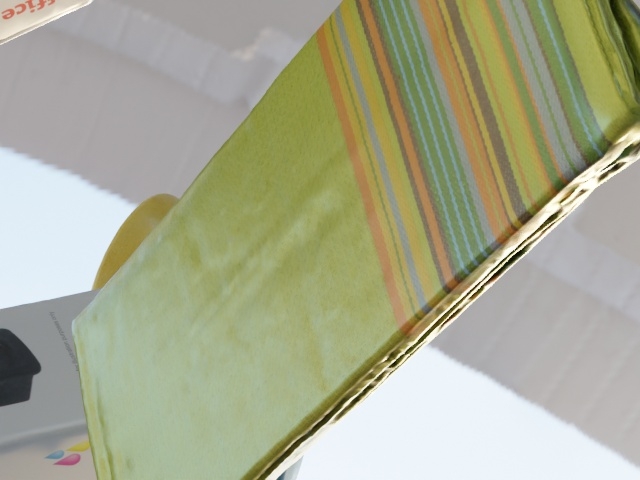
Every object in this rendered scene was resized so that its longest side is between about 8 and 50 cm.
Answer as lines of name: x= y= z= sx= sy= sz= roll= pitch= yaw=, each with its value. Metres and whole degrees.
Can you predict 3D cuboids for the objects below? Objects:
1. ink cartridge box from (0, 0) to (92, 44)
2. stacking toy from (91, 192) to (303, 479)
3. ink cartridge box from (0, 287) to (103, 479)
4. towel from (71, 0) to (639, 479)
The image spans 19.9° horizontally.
ink cartridge box: x=-0.247 y=-0.229 z=1.219 sx=0.148 sy=0.086 sz=0.203 roll=-26 pitch=-37 yaw=-14
stacking toy: x=-0.092 y=0.160 z=1.197 sx=0.130 sy=0.279 sz=0.309 roll=20 pitch=-30 yaw=19
ink cartridge box: x=-0.136 y=0.098 z=0.697 sx=0.175 sy=0.072 sz=0.127 roll=-12 pitch=-46 yaw=-23
towel: x=0.000 y=0.000 z=0.486 sx=0.021 sy=0.102 sz=0.237 roll=12 pitch=-41 yaw=-33
